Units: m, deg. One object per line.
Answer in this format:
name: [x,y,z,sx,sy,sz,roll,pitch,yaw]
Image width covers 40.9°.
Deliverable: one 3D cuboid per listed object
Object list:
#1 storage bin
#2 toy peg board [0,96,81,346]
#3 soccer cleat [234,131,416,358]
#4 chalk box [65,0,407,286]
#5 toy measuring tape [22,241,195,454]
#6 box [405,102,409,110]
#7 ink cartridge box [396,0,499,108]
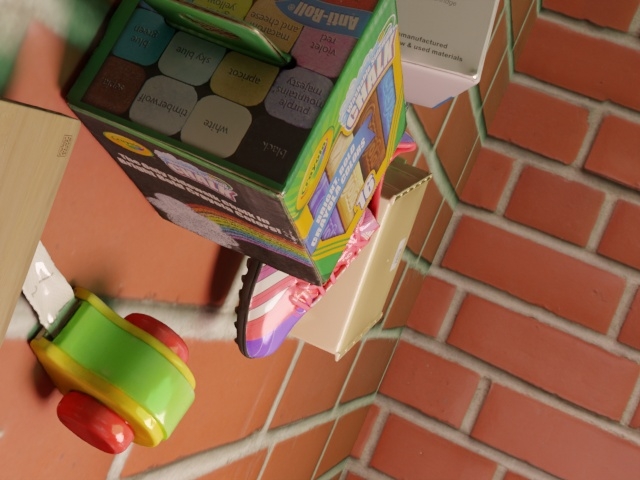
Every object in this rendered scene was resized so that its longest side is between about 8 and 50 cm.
storage bin: [0.051,0.008,1.294,0.260,0.123,0.262,-31,141,-66]
toy peg board: [-0.217,-0.010,0.470,0.160,0.079,0.161,-69,-179,-86]
soccer cleat: [0.000,0.000,0.976,0.318,0.116,0.108,-67,165,3]
chalk box: [-0.052,-0.112,0.652,0.179,0.180,0.289,-63,166,-15]
toy measuring tape: [-0.165,0.087,0.681,0.121,0.121,0.330,-58,163,-30]
box: [0.110,-0.281,1.192,0.233,0.059,0.183,-70,165,14]
ink cartridge box: [0.115,-0.307,0.861,0.223,0.129,0.308,-136,-119,-87]
